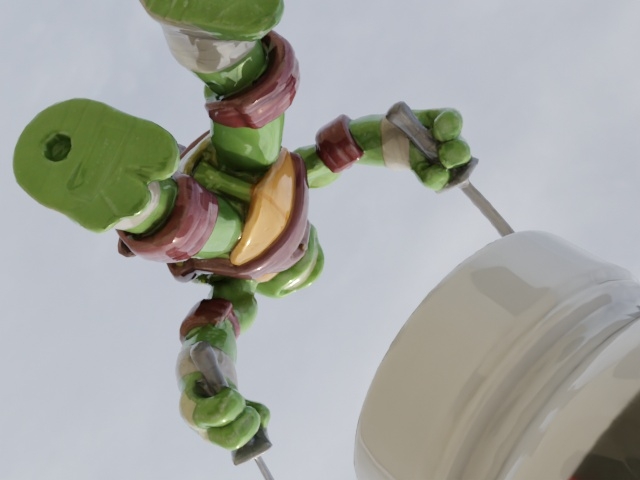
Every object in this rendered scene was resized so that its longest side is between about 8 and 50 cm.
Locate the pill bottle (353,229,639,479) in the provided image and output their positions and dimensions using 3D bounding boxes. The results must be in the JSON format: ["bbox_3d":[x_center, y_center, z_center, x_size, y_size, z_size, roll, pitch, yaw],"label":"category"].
[{"bbox_3d":[0.151,0.119,0.319,0.283,0.161,0.161,35,-76,38],"label":"pill bottle"}]

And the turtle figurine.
[{"bbox_3d":[0.000,0.000,0.473,0.197,0.266,0.275,-30,-118,4],"label":"turtle figurine"}]
